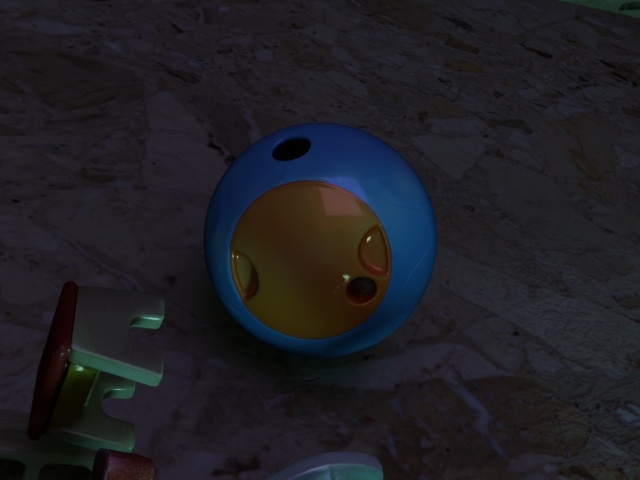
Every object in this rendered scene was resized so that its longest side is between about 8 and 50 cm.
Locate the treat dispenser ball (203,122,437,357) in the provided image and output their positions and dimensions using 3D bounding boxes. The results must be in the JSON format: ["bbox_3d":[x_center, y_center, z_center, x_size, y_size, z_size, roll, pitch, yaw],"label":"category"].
[{"bbox_3d":[0.000,0.000,1.032,0.288,0.288,0.288,13,40,-12],"label":"treat dispenser ball"}]

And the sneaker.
[{"bbox_3d":[-0.027,0.309,0.821,0.255,0.094,0.151,-13,45,-24],"label":"sneaker"}]

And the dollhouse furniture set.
[{"bbox_3d":[-0.235,0.222,0.607,0.152,0.374,0.201,12,39,-21],"label":"dollhouse furniture set"}]
